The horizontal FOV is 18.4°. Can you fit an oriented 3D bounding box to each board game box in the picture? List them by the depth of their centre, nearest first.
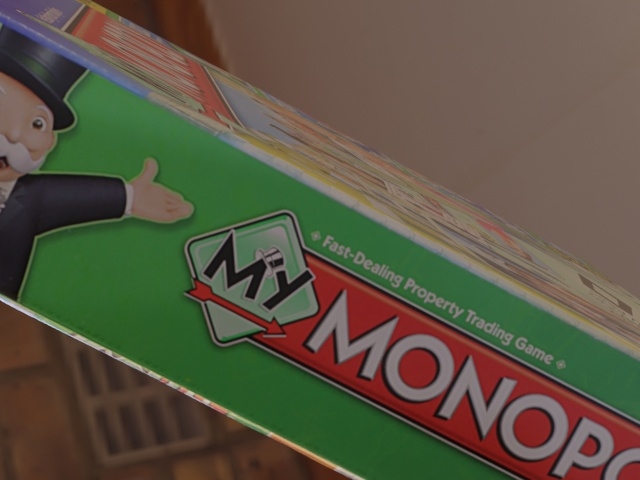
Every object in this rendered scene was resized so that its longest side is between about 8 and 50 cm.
[{"bbox_3d":[0.000,0.000,0.488,0.046,0.213,0.317,-61,-171,5],"label":"board game box"}]
